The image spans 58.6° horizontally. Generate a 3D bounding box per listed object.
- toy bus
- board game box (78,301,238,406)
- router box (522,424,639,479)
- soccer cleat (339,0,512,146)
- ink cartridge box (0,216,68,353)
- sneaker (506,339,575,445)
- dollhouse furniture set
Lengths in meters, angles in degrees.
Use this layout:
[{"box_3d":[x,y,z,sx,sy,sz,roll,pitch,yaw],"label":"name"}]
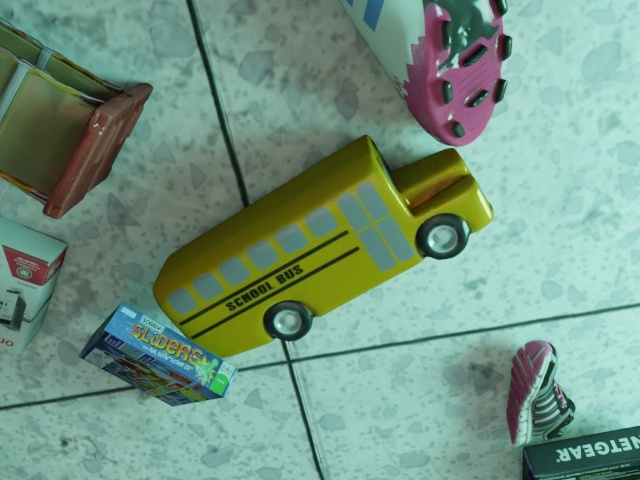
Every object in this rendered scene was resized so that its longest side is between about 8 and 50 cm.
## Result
[{"box_3d":[0.000,0.000,0.599,0.333,0.108,0.130,-30,111,14],"label":"toy bus"},{"box_3d":[-0.190,0.136,0.640,0.136,0.035,0.201,34,150,-16],"label":"board game box"},{"box_3d":[0.365,0.305,0.760,0.179,0.046,0.133,-13,134,6],"label":"router box"},{"box_3d":[0.068,-0.228,0.499,0.116,0.143,0.331,-46,133,-15],"label":"soccer cleat"},{"box_3d":[-0.362,0.050,0.650,0.099,0.056,0.135,23,113,-12],"label":"ink cartridge box"},{"box_3d":[0.283,0.192,0.717,0.075,0.063,0.170,-2,121,1],"label":"sneaker"},{"box_3d":[-0.349,-0.033,0.539,0.201,0.152,0.374,32,106,-14],"label":"dollhouse furniture set"}]
